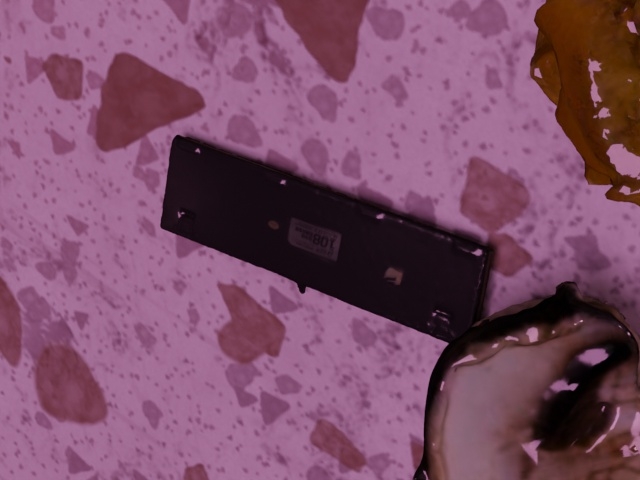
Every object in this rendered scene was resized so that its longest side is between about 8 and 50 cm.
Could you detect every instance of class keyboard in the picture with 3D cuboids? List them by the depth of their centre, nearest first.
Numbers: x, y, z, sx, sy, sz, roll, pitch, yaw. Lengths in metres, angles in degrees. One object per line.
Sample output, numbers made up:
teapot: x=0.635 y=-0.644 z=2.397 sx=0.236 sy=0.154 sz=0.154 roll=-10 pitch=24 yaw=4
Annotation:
keyboard: x=0.000 y=0.000 z=1.353 sx=0.317 sy=0.027 sz=0.106 roll=21 pitch=117 yaw=23

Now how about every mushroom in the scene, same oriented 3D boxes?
mushroom: x=0.205 y=0.198 z=1.259 sx=0.247 sy=0.130 sz=0.344 roll=-19 pitch=102 yaw=20

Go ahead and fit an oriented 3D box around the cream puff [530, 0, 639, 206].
cream puff: x=0.268 y=-0.156 z=0.977 sx=0.324 sy=0.257 sz=0.291 roll=-31 pitch=96 yaw=37
